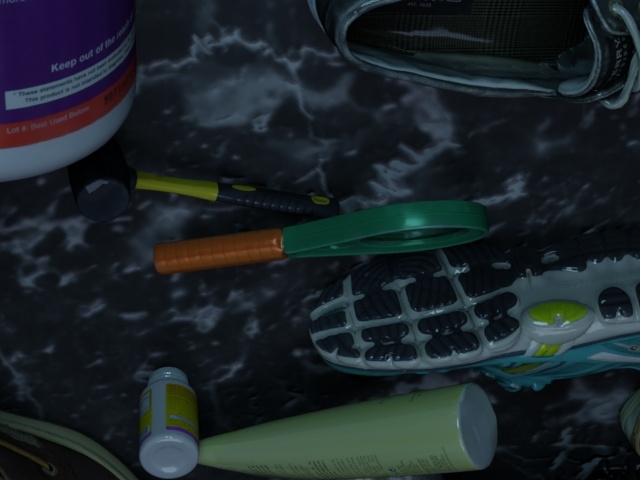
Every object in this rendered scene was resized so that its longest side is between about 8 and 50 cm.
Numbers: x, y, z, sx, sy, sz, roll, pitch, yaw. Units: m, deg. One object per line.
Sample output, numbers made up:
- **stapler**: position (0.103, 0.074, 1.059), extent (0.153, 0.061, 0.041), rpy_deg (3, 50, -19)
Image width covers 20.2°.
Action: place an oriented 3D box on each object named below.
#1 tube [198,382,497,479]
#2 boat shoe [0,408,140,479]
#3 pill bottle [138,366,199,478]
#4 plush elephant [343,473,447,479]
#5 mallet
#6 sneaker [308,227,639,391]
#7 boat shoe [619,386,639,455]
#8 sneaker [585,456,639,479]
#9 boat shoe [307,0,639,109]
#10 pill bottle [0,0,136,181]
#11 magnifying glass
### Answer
- **tube**: position (0.007, 0.145, 1.293), extent (0.240, 0.062, 0.070), rpy_deg (-12, 119, 30)
- **boat shoe**: position (-0.250, 0.186, 1.305), extent (0.123, 0.123, 0.342), rpy_deg (-37, 121, 21)
- **pill bottle**: position (-0.110, 0.130, 1.300), extent (0.043, 0.083, 0.043), rpy_deg (-2, 127, -3)
- **plush elephant**: position (0.093, 0.336, 1.311), extent (0.272, 0.255, 0.330), rpy_deg (16, 138, 35)
- **mallet**: position (-0.076, -0.028, 1.200), extent (0.189, 0.062, 0.039), rpy_deg (12, 123, -14)
- **sneaker**: position (0.130, 0.069, 1.270), extent (0.275, 0.107, 0.110), rpy_deg (-3, 136, -2)
- **boat shoe**: position (0.273, 0.109, 1.342), extent (0.050, 0.045, 0.135), rpy_deg (16, 124, -16)
- **sneaker**: position (0.276, 0.209, 1.380), extent (0.276, 0.097, 0.135), rpy_deg (-37, 128, 22)
- **boat shoe**: position (0.160, -0.129, 1.110), extent (0.335, 0.119, 0.121), rpy_deg (-1, 127, -4)
- **pill bottle**: position (-0.193, -0.204, 0.986), extent (0.181, 0.181, 0.323), rpy_deg (0, 126, -5)
- **magnifying glass**: position (0.000, 0.000, 1.229), extent (0.231, 0.026, 0.092), rpy_deg (-5, 170, 11)
